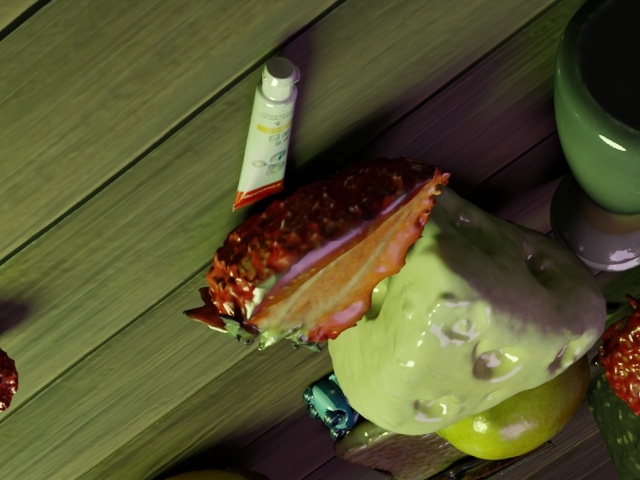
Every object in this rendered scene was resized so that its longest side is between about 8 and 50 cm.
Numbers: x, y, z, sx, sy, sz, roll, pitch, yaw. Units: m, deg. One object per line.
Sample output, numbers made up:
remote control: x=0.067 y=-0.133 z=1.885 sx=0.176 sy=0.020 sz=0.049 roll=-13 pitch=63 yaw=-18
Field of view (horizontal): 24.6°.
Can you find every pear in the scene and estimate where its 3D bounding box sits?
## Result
pear: x=0.193 y=0.135 z=1.587 sx=0.200 sy=0.200 sz=0.200 roll=-23 pitch=153 yaw=-13

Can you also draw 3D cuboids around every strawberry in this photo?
strawberry: x=-0.287 y=0.106 z=1.192 sx=0.073 sy=0.073 sz=0.083 roll=-25 pitch=139 yaw=-10
strawberry: x=0.502 y=0.155 z=1.852 sx=0.261 sy=0.258 sz=0.261 roll=-29 pitch=161 yaw=-11
strawberry: x=-0.007 y=-0.004 z=1.245 sx=0.174 sy=0.098 sz=0.228 roll=-1 pitch=139 yaw=-45

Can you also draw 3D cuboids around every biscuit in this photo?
biscuit: x=0.153 y=0.238 z=1.856 sx=0.217 sy=0.044 sz=0.325 roll=-29 pitch=158 yaw=11

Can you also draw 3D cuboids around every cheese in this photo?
cheese: x=0.129 y=0.081 z=1.408 sx=0.251 sy=0.174 sz=0.248 roll=10 pitch=138 yaw=-35

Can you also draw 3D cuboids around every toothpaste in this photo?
toothpaste: x=-0.041 y=-0.079 z=1.155 sx=0.048 sy=0.031 sz=0.190 roll=-23 pitch=156 yaw=-20

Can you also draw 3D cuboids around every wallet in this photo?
wallet: x=0.225 y=0.325 z=2.056 sx=0.161 sy=0.042 sz=0.195 roll=-21 pitch=167 yaw=-21

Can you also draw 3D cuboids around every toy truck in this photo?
toy truck: x=0.031 y=0.173 z=1.644 sx=0.090 sy=0.056 sz=0.073 roll=-37 pitch=149 yaw=-14

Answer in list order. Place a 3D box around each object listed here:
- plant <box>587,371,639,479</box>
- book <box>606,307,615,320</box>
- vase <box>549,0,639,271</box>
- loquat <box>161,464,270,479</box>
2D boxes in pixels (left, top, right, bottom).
plant: x=0.514 y=0.289 z=2.081 sx=0.188 sy=0.276 sz=0.199 roll=-23 pitch=155 yaw=-25
book: x=0.266 y=0.145 z=1.870 sx=0.168 sy=0.013 sz=0.192 roll=2 pitch=140 yaw=-47
vase: x=0.284 y=-0.082 z=1.333 sx=0.173 sy=0.173 sz=0.321 roll=-25 pitch=158 yaw=-9
loquat: x=-0.126 y=0.380 z=1.638 sx=0.274 sy=0.275 sz=0.275 roll=-23 pitch=153 yaw=-13
